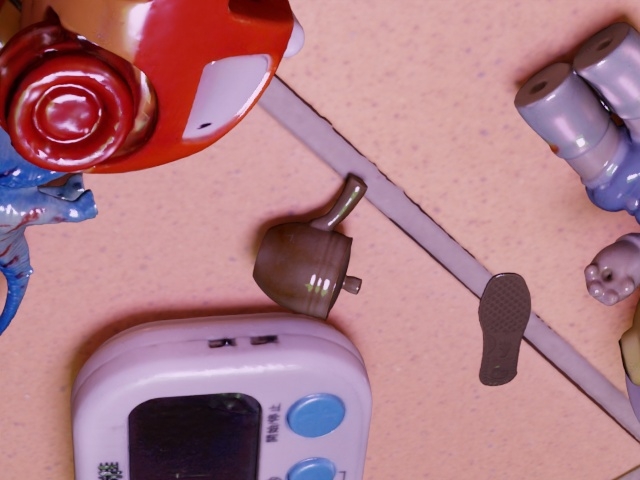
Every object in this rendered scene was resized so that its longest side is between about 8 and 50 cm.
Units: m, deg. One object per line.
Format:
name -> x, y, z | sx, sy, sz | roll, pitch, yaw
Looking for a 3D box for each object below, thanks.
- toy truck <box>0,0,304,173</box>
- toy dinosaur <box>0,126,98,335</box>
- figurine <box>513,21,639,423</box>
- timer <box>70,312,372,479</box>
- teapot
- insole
toy truck -> -0.066, -0.161, 0.886 | 0.239, 0.189, 0.265 | 6, 121, -22
toy dinosaur -> -0.209, -0.042, 1.025 | 0.144, 0.076, 0.329 | -21, 144, -5
figurine -> 0.300, 0.001, 1.127 | 0.225, 0.205, 0.381 | -19, 113, 12
timer -> -0.082, 0.163, 1.249 | 0.237, 0.087, 0.262 | -2, 132, -9
teapot -> 0.000, 0.000, 1.147 | 0.080, 0.085, 0.110 | 18, 100, 3
insole -> 0.150, 0.076, 1.268 | 0.045, 0.002, 0.135 | -4, 133, -6
